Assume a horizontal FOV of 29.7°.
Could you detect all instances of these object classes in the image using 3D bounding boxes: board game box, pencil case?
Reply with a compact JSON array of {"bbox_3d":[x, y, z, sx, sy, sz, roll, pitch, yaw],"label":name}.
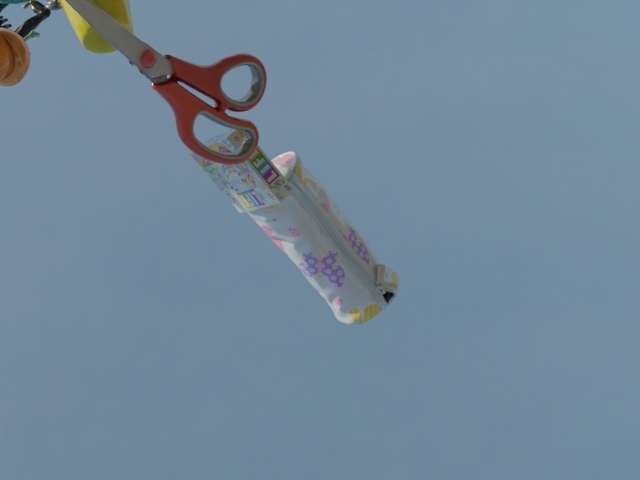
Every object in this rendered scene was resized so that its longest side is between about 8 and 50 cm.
[{"bbox_3d":[-0.099,-0.086,1.501,0.026,0.154,0.103,-44,-78,-19],"label":"board game box"},{"bbox_3d":[0.000,0.000,1.748,0.113,0.124,0.273,-43,-68,-5],"label":"pencil case"}]

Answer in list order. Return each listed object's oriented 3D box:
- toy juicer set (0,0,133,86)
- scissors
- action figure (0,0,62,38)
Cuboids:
[{"bbox_3d":[-0.314,-0.253,1.087,0.209,0.329,0.089,-23,-114,4],"label":"toy juicer set"},{"bbox_3d":[-0.145,-0.143,1.066,0.297,0.021,0.109,15,-86,-53],"label":"scissors"},{"bbox_3d":[-0.391,-0.385,1.739,0.141,0.164,0.275,8,-120,25],"label":"action figure"}]
